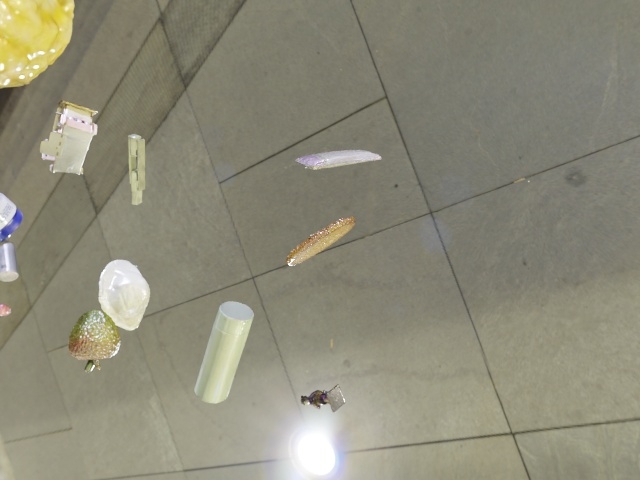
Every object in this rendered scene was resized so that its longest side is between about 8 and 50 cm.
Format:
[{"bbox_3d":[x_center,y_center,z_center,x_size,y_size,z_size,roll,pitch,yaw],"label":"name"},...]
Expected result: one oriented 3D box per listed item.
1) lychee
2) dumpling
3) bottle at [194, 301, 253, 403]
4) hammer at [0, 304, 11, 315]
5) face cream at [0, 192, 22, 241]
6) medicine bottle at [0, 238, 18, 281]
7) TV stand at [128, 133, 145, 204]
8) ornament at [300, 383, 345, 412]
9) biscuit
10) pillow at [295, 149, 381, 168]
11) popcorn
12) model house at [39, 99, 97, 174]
[{"bbox_3d":[-0.544,0.241,1.036,0.114,0.114,0.146,-11,78,27],"label":"lychee"},{"bbox_3d":[-0.645,0.176,1.394,0.126,0.166,0.215,9,86,32],"label":"dumpling"},{"bbox_3d":[-0.195,0.225,0.866,0.072,0.072,0.201,27,109,20],"label":"bottle"},{"bbox_3d":[-1.092,0.241,1.482,0.083,0.043,0.043,-22,87,58],"label":"hammer"},{"bbox_3d":[-1.152,-0.070,1.469,0.206,0.205,0.111,5,141,25],"label":"face cream"},{"bbox_3d":[-1.062,0.047,1.452,0.057,0.058,0.199,-48,56,23],"label":"medicine bottle"},{"bbox_3d":[-0.642,-0.243,1.506,0.042,0.036,0.249,13,115,6],"label":"TV stand"},{"bbox_3d":[0.000,0.648,1.736,0.203,0.088,0.081,-29,83,39],"label":"ornament"},{"bbox_3d":[0.000,0.000,1.596,0.305,0.305,0.038,-37,81,25],"label":"biscuit"},{"bbox_3d":[0.052,-0.223,1.176,0.131,0.233,0.038,-147,50,-59],"label":"pillow"},{"bbox_3d":[-0.694,-0.464,0.820,0.344,0.390,0.353,33,146,50],"label":"popcorn"},{"bbox_3d":[-1.025,-0.454,1.755,0.326,0.169,0.244,-38,51,44],"label":"model house"}]
